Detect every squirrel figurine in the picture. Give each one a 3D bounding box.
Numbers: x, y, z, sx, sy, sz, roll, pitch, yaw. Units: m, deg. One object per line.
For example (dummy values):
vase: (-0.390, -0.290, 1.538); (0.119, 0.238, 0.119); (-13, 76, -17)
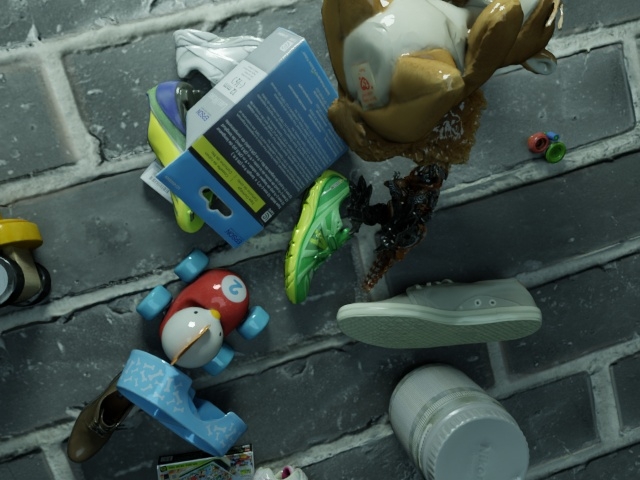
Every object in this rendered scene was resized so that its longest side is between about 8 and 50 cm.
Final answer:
squirrel figurine: (0.211, -0.300, 0.870); (0.370, 0.397, 0.281); (-28, 70, -23)

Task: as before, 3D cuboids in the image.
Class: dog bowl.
dog bowl: (-0.278, 0.332, 1.016); (0.297, 0.166, 0.074); (50, 54, -27)

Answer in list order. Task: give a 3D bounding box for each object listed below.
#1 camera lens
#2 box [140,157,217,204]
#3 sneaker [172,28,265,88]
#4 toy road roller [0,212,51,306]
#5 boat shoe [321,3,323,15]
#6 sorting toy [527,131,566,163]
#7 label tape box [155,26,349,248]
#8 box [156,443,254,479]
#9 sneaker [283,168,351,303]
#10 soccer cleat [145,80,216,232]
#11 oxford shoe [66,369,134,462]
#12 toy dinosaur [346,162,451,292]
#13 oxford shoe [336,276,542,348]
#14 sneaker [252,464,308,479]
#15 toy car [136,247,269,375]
camera lens: (0.281, 0.404, 1.092); (0.219, 0.274, 0.219); (-1, 97, -9)
box: (-0.251, -0.153, 1.050); (0.145, 0.038, 0.186); (40, 90, -12)
sneaker: (-0.176, -0.349, 1.022); (0.232, 0.090, 0.115); (5, 103, -2)
toy road roller: (-0.682, 0.037, 0.924); (0.329, 0.202, 0.241); (-19, 88, -12)
boat shoe: (0.122, -0.569, 1.030); (0.120, 0.122, 0.324); (26, 100, -17)
sorting toy: (0.518, -0.222, 1.179); (0.102, 0.042, 0.061); (22, 109, -24)
label tape box: (-0.119, -0.184, 0.976); (0.347, 0.115, 0.249); (-42, 136, -1)
box: (-0.250, 0.526, 1.137); (0.206, 0.036, 0.114); (-5, 98, -9)
sneaker: (0.000, 0.000, 1.076); (0.123, 0.109, 0.296); (18, 93, -8)
soccer cleat: (-0.277, -0.159, 0.995); (0.121, 0.093, 0.289); (1, 102, 21)
oxford shoe: (-0.453, 0.371, 1.052); (0.082, 0.096, 0.227); (34, 92, -14)
toy dinosaur: (0.175, -0.039, 1.078); (0.218, 0.164, 0.322); (8, 89, -54)
oxford shoe: (0.258, 0.154, 1.140); (0.449, 0.169, 0.130); (-3, 56, -2)
sneaker: (-0.049, 0.566, 1.141); (0.252, 0.103, 0.111); (23, 60, -29)
toy car: (-0.229, 0.162, 0.991); (0.210, 0.238, 0.219); (-45, 102, -2)
